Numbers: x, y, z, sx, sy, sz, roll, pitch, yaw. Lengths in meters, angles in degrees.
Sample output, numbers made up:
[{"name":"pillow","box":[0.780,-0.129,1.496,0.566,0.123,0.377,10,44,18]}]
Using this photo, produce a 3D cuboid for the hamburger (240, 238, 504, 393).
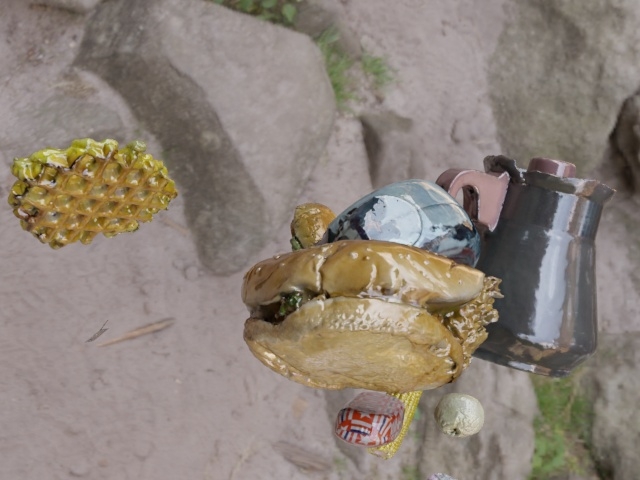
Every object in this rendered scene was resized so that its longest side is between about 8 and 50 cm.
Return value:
[{"name":"hamburger","box":[0.051,0.079,0.912,0.243,0.285,0.146,67,27,-69]}]

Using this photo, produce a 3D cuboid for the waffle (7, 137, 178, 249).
[{"name":"waffle","box":[-0.344,-0.069,1.296,0.237,0.243,0.059,-21,61,-6]}]

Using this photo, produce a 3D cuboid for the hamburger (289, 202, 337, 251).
[{"name":"hamburger","box":[-0.001,0.003,1.469,0.102,0.087,0.176,13,46,-60]}]

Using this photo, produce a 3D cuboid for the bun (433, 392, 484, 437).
[{"name":"bun","box":[0.299,0.384,1.843,0.115,0.115,0.069,42,41,-26]}]

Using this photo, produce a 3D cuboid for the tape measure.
[{"name":"tape measure","box":[0.100,0.027,1.265,0.275,0.256,0.147,-6,53,-43]}]

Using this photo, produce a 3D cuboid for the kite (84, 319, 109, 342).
[{"name":"kite","box":[-0.345,0.142,1.347,0.002,0.078,0.044,53,27,7]}]

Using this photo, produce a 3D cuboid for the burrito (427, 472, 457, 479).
[{"name":"burrito","box":[0.222,0.393,1.153,0.064,0.203,0.064,-39,151,-26]}]

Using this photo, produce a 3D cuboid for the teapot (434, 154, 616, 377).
[{"name":"teapot","box":[0.334,0.027,1.488,0.375,0.305,0.362,12,92,-30]}]

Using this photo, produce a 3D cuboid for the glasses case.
[{"name":"glasses case","box":[0.065,0.226,1.061,0.194,0.073,0.049,13,85,-78]}]

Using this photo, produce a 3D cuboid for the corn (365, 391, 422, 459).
[{"name":"corn","box":[0.180,0.395,1.992,0.081,0.081,0.248,45,54,-24]}]
